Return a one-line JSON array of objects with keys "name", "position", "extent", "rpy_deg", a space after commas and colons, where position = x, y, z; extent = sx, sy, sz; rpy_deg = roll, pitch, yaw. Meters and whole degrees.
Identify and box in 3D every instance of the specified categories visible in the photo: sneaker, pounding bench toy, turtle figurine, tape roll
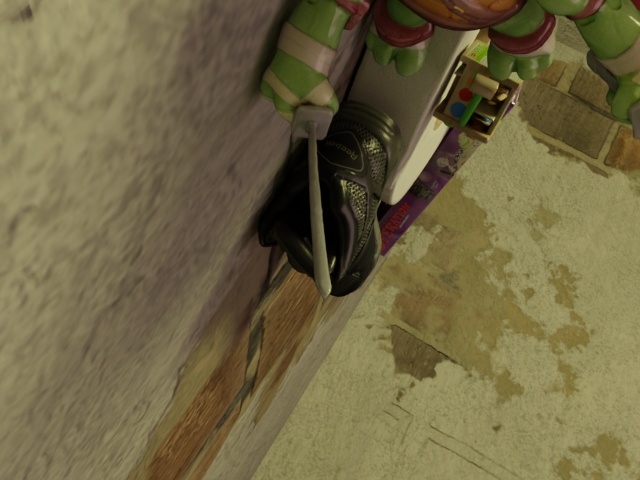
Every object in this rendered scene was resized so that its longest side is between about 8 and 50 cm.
[{"name": "sneaker", "position": [0.000, 0.000, 0.626], "extent": [0.130, 0.087, 0.227], "rpy_deg": [-53, 166, -31]}, {"name": "pounding bench toy", "position": [0.126, -0.114, 0.597], "extent": [0.083, 0.052, 0.065], "rpy_deg": [-49, 166, -53]}, {"name": "turtle figurine", "position": [0.079, -0.092, 0.423], "extent": [0.198, 0.274, 0.266], "rpy_deg": [-27, -174, 16]}, {"name": "tape roll", "position": [0.136, -0.216, 0.735], "extent": [0.392, 0.072, 0.392], "rpy_deg": [-58, 172, -13]}]

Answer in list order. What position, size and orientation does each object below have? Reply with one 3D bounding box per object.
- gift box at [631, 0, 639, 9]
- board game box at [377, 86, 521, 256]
[{"name": "gift box", "position": [0.280, -0.307, 0.388], "extent": [0.276, 0.255, 0.258], "rpy_deg": [89, 2, -59]}, {"name": "board game box", "position": [0.179, -0.145, 1.042], "extent": [0.347, 0.056, 0.208], "rpy_deg": [-54, -169, 49]}]
